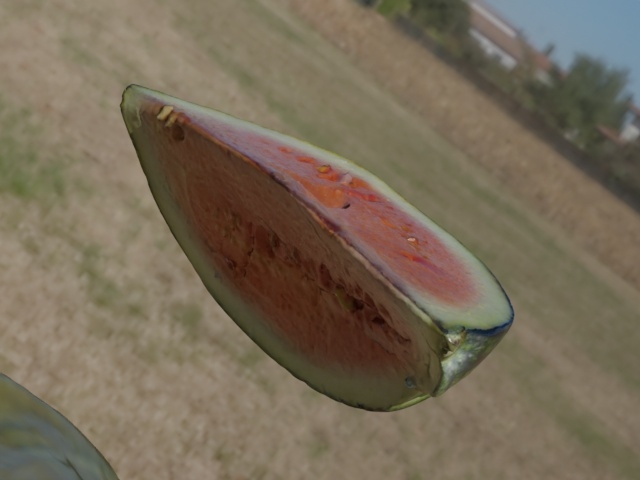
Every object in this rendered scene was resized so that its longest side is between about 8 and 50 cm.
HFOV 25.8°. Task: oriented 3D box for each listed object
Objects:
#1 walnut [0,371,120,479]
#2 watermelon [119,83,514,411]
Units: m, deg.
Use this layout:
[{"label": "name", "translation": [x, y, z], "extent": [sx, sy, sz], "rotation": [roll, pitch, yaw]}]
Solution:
[{"label": "walnut", "translation": [-0.156, 0.153, 0.357], "extent": [0.283, 0.283, 0.227], "rotation": [30, 0, -38]}, {"label": "watermelon", "translation": [-0.007, 0.023, 0.905], "extent": [0.303, 0.128, 0.159], "rotation": [39, 17, 32]}]
